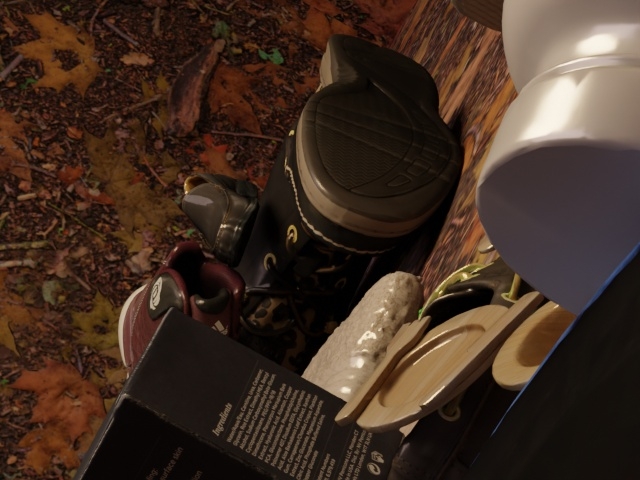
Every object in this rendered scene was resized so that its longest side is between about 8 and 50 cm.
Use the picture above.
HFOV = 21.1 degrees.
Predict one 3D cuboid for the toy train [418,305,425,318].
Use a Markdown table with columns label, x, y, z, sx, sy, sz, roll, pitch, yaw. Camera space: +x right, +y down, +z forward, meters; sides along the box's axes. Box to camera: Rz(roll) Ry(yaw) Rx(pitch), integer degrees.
| label | x | y | z | sx | sy | sz | roll | pitch | yaw |
| --- | --- | --- | --- | --- | --- | --- | --- | --- | --- |
| toy train | 0.055 | 0.077 | 1.062 | 0.083 | 0.017 | 0.024 | -62 | 13 | -2 |

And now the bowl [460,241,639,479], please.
| label | x | y | z | sx | sy | sz | roll | pitch | yaw |
| --- | --- | --- | --- | --- | --- | --- | --- | --- | --- |
| bowl | 0.044 | 0.139 | 0.274 | 0.391 | 0.077 | 0.391 | -61 | 3 | 6 |

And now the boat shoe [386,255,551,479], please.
| label | x | y | z | sx | sy | sz | roll | pitch | yaw |
| --- | --- | --- | --- | --- | --- | --- | --- | --- | --- |
| boat shoe | 0.071 | 0.043 | 0.665 | 0.081 | 0.068 | 0.228 | -60 | 4 | 23 |

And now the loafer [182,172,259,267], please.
| label | x | y | z | sx | sy | sz | roll | pitch | yaw |
| --- | --- | --- | --- | --- | --- | --- | --- | --- | --- |
| loafer | -0.088 | -0.020 | 1.447 | 0.170 | 0.061 | 0.062 | -115 | 46 | -78 |

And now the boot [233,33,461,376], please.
| label | x | y | z | sx | sy | sz | roll | pitch | yaw |
| --- | --- | --- | --- | --- | --- | --- | --- | --- | --- |
| boot | 0.000 | 0.000 | 1.491 | 0.377 | 0.138 | 0.284 | -91 | 23 | -65 |

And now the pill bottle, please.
| label | x | y | z | sx | sy | sz | roll | pitch | yaw |
| --- | --- | --- | --- | --- | --- | --- | --- | --- | --- |
| pill bottle | 0.122 | -0.082 | 0.471 | 0.216 | 0.121 | 0.121 | -64 | 4 | -27 |

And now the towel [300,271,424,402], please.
| label | x | y | z | sx | sy | sz | roll | pitch | yaw |
| --- | --- | --- | --- | --- | --- | --- | --- | --- | --- |
| towel | -0.014 | 0.150 | 1.231 | 0.187 | 0.049 | 0.282 | -65 | 5 | -35 |

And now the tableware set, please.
| label | x | y | z | sx | sy | sz | roll | pitch | yaw |
| --- | --- | --- | --- | --- | --- | --- | --- | --- | --- |
| tableware set | 0.082 | 0.010 | 0.561 | 0.141 | 0.020 | 0.168 | -43 | 14 | -28 |

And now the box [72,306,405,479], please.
| label | x | y | z | sx | sy | sz | roll | pitch | yaw |
| --- | --- | --- | --- | --- | --- | --- | --- | --- | --- |
| box | -0.059 | 0.149 | 0.992 | 0.156 | 0.158 | 0.093 | -59 | 5 | 35 |

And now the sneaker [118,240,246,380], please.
| label | x | y | z | sx | sy | sz | roll | pitch | yaw |
| --- | --- | --- | --- | --- | --- | --- | --- | --- | --- |
| sneaker | -0.105 | 0.124 | 1.427 | 0.162 | 0.106 | 0.281 | 119 | 142 | -50 |

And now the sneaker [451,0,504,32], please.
| label | x | y | z | sx | sy | sz | roll | pitch | yaw |
| --- | --- | --- | --- | --- | --- | --- | --- | --- | --- |
| sneaker | 0.149 | -0.216 | 1.076 | 0.321 | 0.126 | 0.127 | 149 | 144 | -86 |
